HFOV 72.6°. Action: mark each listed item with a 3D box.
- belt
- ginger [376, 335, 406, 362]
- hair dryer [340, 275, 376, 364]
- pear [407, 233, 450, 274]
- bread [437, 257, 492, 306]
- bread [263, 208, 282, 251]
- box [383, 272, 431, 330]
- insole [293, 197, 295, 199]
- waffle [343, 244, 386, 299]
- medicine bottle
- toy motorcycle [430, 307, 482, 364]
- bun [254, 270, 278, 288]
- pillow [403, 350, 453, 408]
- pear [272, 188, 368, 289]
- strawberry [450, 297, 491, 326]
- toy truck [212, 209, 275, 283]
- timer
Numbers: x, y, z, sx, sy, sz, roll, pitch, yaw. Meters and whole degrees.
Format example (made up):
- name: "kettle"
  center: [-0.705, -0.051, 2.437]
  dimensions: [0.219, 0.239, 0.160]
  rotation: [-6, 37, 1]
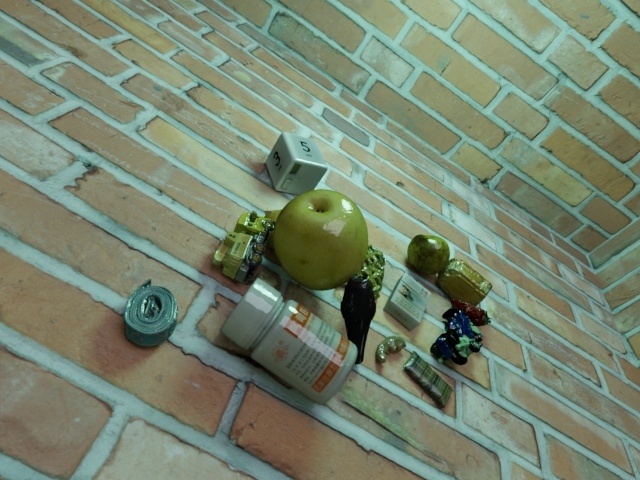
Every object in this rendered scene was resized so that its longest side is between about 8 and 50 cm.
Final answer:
- name: "belt"
  center: [-0.459, 0.204, 1.185]
  dimensions: [0.147, 0.082, 0.163]
  rotation: [27, 40, 3]
- name: "ginger"
  center: [0.253, 0.395, 1.607]
  dimensions: [0.173, 0.051, 0.069]
  rotation: [-20, 59, -44]
- name: "hair dryer"
  center: [0.149, 0.238, 1.568]
  dimensions: [0.120, 0.304, 0.359]
  rotation: [0, 15, 11]
- name: "pear"
  center: [0.509, 0.068, 2.060]
  dimensions: [0.197, 0.197, 0.197]
  rotation: [23, 39, -20]
- name: "bread"
  center: [0.673, 0.201, 2.057]
  dimensions: [0.245, 0.174, 0.121]
  rotation: [39, 35, 8]
- name: "bread"
  center: [-0.151, -0.035, 1.694]
  dimensions: [0.134, 0.085, 0.173]
  rotation: [6, 46, -35]
- name: "box"
  center: [0.370, 0.253, 1.836]
  dimensions: [0.149, 0.067, 0.233]
  rotation: [40, 36, 2]
- name: "insole"
  center: [0.011, -0.143, 2.011]
  dimensions: [0.322, 0.007, 0.109]
  rotation: [10, 46, -33]
- name: "waffle"
  center: [0.149, 0.092, 1.818]
  dimensions: [0.297, 0.073, 0.317]
  rotation: [26, 40, -14]
- name: "medicine bottle"
  center: [-0.092, 0.294, 1.287]
  dimensions: [0.371, 0.211, 0.211]
  rotation: [37, 36, -3]
- name: "toy motorcycle"
  center: [0.571, 0.394, 1.819]
  dimensions: [0.196, 0.125, 0.331]
  rotation: [48, 34, 16]
- name: "bun"
  center: [-0.190, 0.146, 1.496]
  dimensions: [0.086, 0.055, 0.086]
  rotation: [30, 24, -14]
- name: "pillow"
  center: [0.400, 0.509, 1.611]
  dimensions: [0.203, 0.038, 0.113]
  rotation: [44, 37, 10]
- name: "pear"
  center: [0.000, 0.000, 1.515]
  dimensions: [0.348, 0.348, 0.348]
  rotation: [23, 39, -20]
- name: "strawberry"
  center: [0.679, 0.334, 1.976]
  dimensions: [0.192, 0.085, 0.140]
  rotation: [30, -6, -26]
- name: "toy truck"
  center: [-0.268, 0.016, 1.514]
  dimensions: [0.157, 0.124, 0.272]
  rotation: [24, 40, -9]
- name: "timer"
  center: [-0.110, -0.341, 1.964]
  dimensions: [0.194, 0.192, 0.195]
  rotation: [8, 46, -34]
